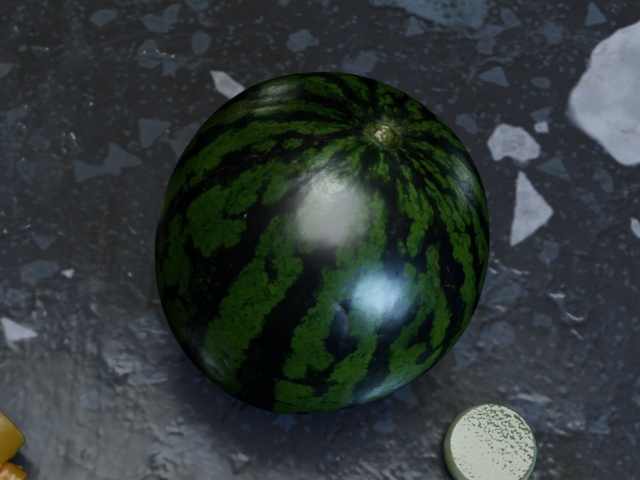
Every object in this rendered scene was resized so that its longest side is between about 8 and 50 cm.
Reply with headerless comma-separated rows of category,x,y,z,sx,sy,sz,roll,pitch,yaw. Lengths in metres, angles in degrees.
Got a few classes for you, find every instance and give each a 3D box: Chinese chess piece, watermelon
Chinese chess piece,0.150,0.186,1.149,0.084,0.034,0.084,2,67,-4
watermelon,0.000,0.000,1.093,0.285,0.285,0.285,2,65,-5

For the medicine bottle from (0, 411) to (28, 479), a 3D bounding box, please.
medicine bottle,-0.349,0.218,1.040,0.149,0.112,0.222,33,67,10
